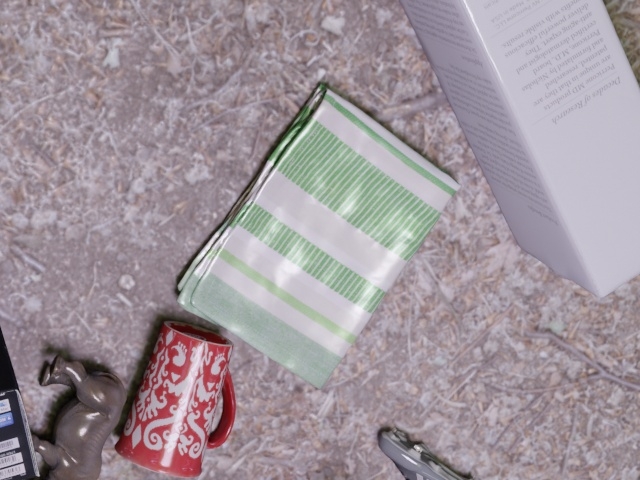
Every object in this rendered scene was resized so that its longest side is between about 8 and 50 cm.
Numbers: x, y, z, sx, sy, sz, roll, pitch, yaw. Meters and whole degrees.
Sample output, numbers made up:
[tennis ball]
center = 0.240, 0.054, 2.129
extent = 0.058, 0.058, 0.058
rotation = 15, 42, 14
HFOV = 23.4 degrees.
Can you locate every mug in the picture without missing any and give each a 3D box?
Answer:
[mug]
center = -0.171, 0.192, 1.922
extent = 0.113, 0.150, 0.169
rotation = 19, 96, 15

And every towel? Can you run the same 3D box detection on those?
[towel]
center = 0.000, 0.000, 1.941
extent = 0.248, 0.038, 0.325
rotation = 33, 93, -24

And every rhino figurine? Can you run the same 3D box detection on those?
[rhino figurine]
center = -0.316, 0.259, 1.896
extent = 0.106, 0.073, 0.243
rotation = 18, 101, -19

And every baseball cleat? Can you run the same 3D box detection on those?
[baseball cleat]
center = 0.140, 0.338, 2.070
extent = 0.206, 0.072, 0.109
rotation = 35, 99, -20

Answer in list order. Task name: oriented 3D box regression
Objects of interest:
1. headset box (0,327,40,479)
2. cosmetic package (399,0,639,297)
[headset box]
center = -0.464, 0.160, 1.712
extent = 0.246, 0.283, 0.131
rotation = -13, 125, -13
[cosmetic package]
center = 0.265, -0.179, 1.871
extent = 0.161, 0.230, 0.453
rotation = -32, 114, -8
